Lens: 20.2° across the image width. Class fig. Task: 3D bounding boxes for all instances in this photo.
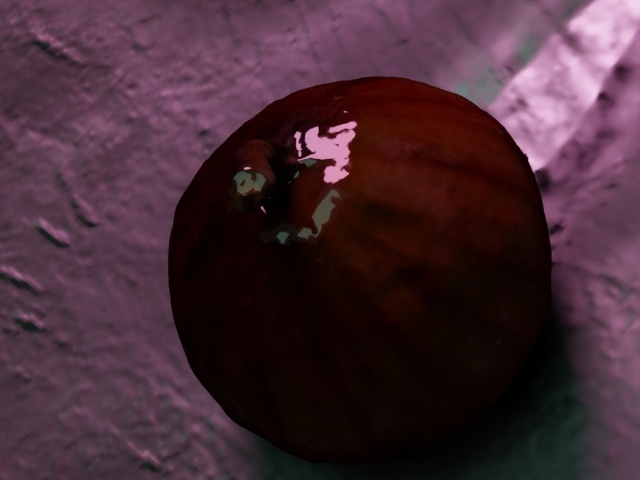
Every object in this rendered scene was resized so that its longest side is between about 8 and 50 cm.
[{"bbox_3d":[0.001,0.011,0.565,0.128,0.150,0.128,9,102,46],"label":"fig"}]
